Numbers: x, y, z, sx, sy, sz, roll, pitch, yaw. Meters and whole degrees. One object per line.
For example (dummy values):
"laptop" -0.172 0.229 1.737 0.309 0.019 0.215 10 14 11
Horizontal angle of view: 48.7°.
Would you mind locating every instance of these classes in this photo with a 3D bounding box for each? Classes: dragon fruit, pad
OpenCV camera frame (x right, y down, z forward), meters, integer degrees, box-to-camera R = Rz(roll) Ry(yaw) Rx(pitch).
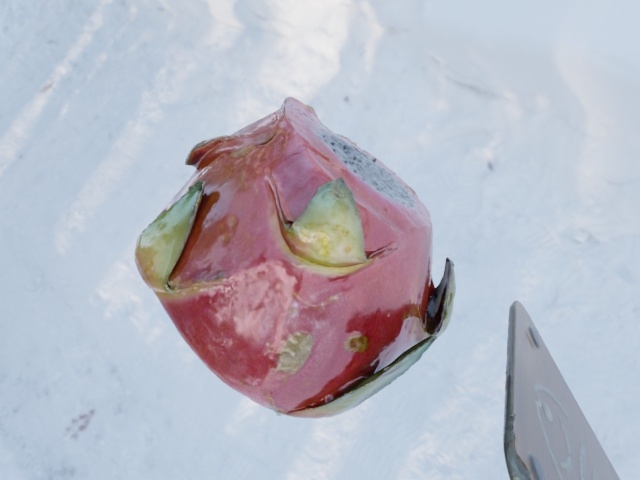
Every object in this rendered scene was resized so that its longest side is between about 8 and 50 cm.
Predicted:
"dragon fruit" 0.000 0.000 0.656 0.189 0.290 0.291 -46 39 26
"pad" 0.232 0.219 0.629 0.018 0.284 0.286 -27 12 23
